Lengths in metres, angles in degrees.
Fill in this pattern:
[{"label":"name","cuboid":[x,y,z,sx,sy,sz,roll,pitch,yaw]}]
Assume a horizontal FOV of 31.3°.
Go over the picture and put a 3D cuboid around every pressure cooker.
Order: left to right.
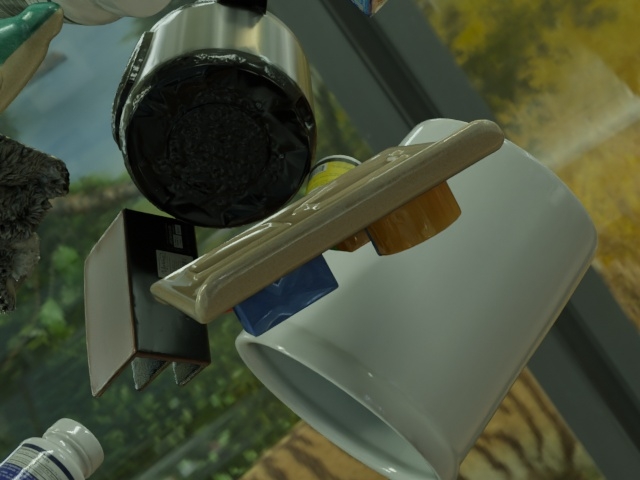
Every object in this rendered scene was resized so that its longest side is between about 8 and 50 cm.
[{"label":"pressure cooker","cuboid":[-0.193,-0.261,2.204,0.370,0.375,0.420,-29,29,15]}]

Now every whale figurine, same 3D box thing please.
[{"label":"whale figurine","cuboid":[-0.488,-0.259,1.639,0.272,0.141,0.216,-45,18,3]}]

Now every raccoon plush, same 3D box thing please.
[{"label":"raccoon plush","cuboid":[-0.640,-0.060,1.943,0.216,0.446,0.299,21,88,47]}]

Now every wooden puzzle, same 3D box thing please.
[{"label":"wooden puzzle","cuboid":[0.000,0.000,1.143,0.322,0.080,0.348,-30,5,-13]}]

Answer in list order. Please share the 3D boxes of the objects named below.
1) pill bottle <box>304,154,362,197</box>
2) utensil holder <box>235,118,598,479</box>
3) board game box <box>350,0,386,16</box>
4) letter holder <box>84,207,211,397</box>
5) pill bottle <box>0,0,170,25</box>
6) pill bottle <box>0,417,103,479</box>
[{"label":"pill bottle","cuboid":[0.024,-0.047,2.012,0.119,0.119,0.208,-30,29,29]},{"label":"utensil holder","cuboid":[0.132,0.079,1.484,0.385,0.327,0.327,-53,15,-17]},{"label":"board game box","cuboid":[-0.051,-0.354,0.958,0.066,0.318,0.319,-47,-5,-3]},{"label":"letter holder","cuboid":[-0.334,0.131,2.133,0.214,0.152,0.302,-44,46,42]},{"label":"pill bottle","cuboid":[-0.405,-0.451,1.814,0.363,0.210,0.210,12,42,36]},{"label":"pill bottle","cuboid":[-0.372,0.323,1.480,0.112,0.112,0.187,-25,15,45]}]
